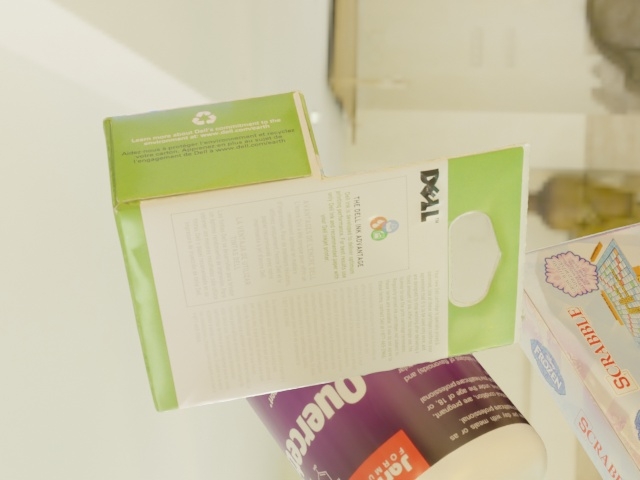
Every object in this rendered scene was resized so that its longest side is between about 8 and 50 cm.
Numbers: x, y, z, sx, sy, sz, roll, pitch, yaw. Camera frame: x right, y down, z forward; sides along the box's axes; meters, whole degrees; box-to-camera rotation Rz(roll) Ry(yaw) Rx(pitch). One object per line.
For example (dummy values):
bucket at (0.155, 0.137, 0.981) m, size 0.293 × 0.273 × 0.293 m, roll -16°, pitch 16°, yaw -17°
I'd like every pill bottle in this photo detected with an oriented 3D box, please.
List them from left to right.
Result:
pill bottle at (0.066, 0.161, 1.221) m, size 0.323 × 0.181 × 0.181 m, roll 51°, pitch 165°, yaw 29°

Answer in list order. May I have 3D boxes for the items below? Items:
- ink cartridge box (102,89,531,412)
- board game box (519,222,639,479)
ink cartridge box at (0.000, 0.000, 0.950) m, size 0.097 × 0.255 × 0.189 m, roll -105°, pitch 8°, yaw -47°
board game box at (0.386, 0.117, 1.491) m, size 0.066 × 0.318 × 0.318 m, roll 103°, pitch 147°, yaw -48°
